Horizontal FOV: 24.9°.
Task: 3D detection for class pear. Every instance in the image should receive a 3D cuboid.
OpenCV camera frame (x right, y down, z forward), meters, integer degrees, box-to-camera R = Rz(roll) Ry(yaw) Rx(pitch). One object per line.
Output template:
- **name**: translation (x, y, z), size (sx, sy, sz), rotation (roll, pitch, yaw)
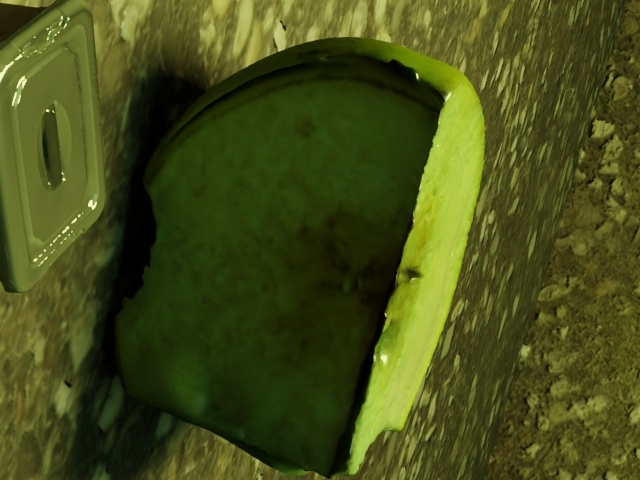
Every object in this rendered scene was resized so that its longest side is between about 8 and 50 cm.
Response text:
- **pear**: translation (0.000, 0.000, 0.977), size (0.282, 0.176, 0.286), rotation (-18, 124, -72)

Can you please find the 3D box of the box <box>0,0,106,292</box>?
- **box**: translation (-0.147, -0.048, 0.666), size (0.089, 0.062, 0.122), rotation (-54, 150, -50)
